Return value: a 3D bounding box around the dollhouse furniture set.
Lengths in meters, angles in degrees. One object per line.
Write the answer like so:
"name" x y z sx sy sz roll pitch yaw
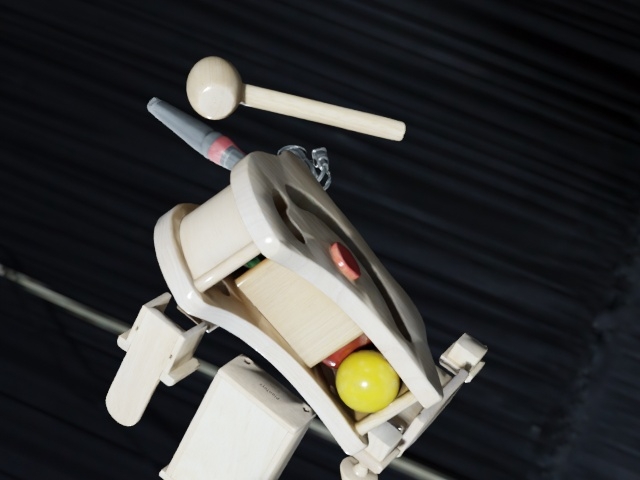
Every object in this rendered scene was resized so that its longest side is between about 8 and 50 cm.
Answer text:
"dollhouse furniture set" -0.026 0.162 1.559 0.355 0.303 0.174 -32 -25 -56

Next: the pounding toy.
"pounding toy" 0.000 0.000 0.885 0.155 0.269 0.154 -34 15 16

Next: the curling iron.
"curling iron" -0.088 -0.094 1.367 0.068 0.274 0.035 -31 -51 -32
